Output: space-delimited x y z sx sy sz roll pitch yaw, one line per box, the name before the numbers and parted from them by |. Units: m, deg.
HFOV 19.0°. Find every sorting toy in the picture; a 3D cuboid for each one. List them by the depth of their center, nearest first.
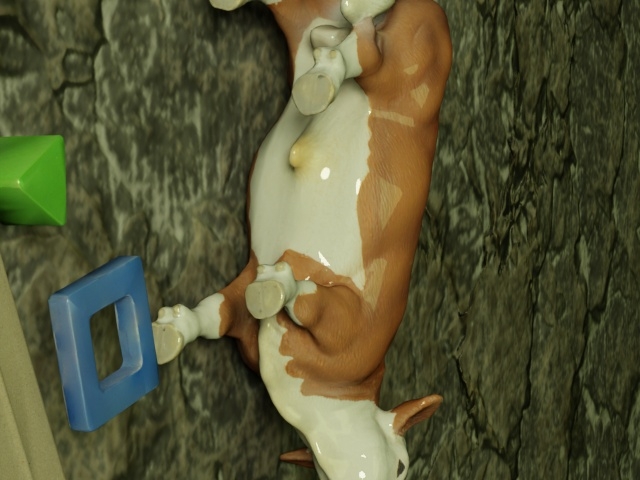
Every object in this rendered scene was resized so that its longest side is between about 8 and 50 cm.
sorting toy | -0.170 0.087 0.720 0.347 0.047 0.196 -53 136 -50

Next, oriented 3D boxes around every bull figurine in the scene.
bull figurine | 0.000 0.000 1.008 0.188 0.101 0.310 16 80 -63
